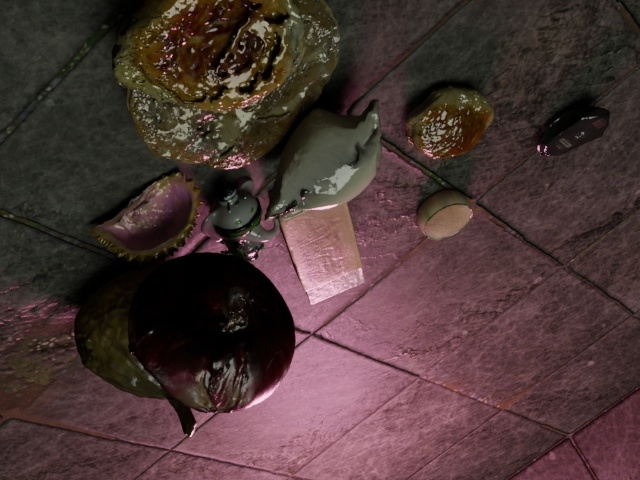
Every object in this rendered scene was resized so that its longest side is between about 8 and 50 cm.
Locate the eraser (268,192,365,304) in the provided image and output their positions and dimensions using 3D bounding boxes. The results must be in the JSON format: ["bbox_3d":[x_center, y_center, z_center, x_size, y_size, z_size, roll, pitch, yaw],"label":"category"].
[{"bbox_3d":[0.000,0.000,2.106,0.144,0.078,0.343,-23,145,-5],"label":"eraser"}]

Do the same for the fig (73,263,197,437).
[{"bbox_3d":[-0.318,0.232,1.959,0.286,0.368,0.286,-12,137,-12],"label":"fig"}]

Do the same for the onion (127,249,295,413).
[{"bbox_3d":[-0.189,0.148,1.799,0.314,0.313,0.232,-6,144,-26],"label":"onion"}]

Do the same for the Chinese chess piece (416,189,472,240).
[{"bbox_3d":[0.271,-0.057,2.229,0.122,0.051,0.122,-15,144,-12],"label":"Chinese chess piece"}]

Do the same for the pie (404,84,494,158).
[{"bbox_3d":[0.252,-0.228,1.984,0.194,0.079,0.163,-2,134,-31],"label":"pie"}]

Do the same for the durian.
[{"bbox_3d":[-0.305,-0.031,1.859,0.182,0.165,0.132,-44,116,-26],"label":"durian"}]

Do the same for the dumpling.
[{"bbox_3d":[-0.003,-0.153,1.825,0.243,0.227,0.175,-14,110,-3],"label":"dumpling"}]

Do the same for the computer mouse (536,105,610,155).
[{"bbox_3d":[0.533,-0.239,2.165,0.172,0.057,0.099,-31,148,25],"label":"computer mouse"}]

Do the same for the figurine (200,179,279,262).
[{"bbox_3d":[-0.154,-0.034,1.941,0.147,0.126,0.192,-53,145,-25],"label":"figurine"}]

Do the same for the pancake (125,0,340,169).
[{"bbox_3d":[-0.140,-0.278,1.669,0.387,0.082,0.386,-18,139,-16],"label":"pancake"}]

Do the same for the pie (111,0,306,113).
[{"bbox_3d":[-0.150,-0.298,1.515,0.308,0.085,0.308,-15,138,-14],"label":"pie"}]
